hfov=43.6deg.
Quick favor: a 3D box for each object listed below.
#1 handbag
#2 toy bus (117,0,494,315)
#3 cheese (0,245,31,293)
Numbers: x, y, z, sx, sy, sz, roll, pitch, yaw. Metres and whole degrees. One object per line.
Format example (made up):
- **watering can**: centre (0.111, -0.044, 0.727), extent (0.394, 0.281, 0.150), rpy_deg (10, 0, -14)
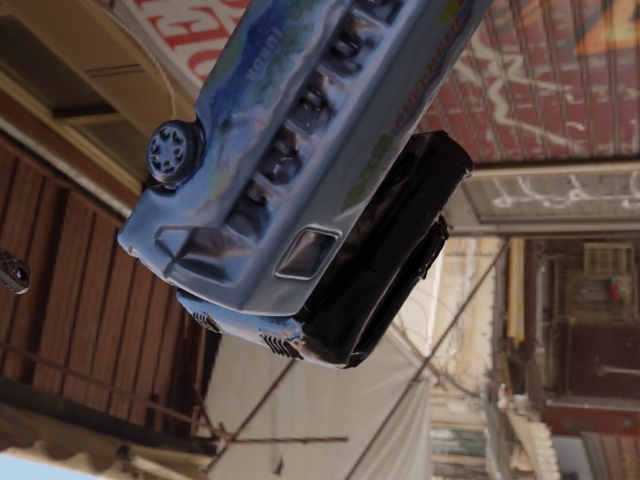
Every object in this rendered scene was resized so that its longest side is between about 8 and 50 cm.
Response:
- **handbag**: centre (0.000, 0.000, 0.760), extent (0.088, 0.275, 0.244), rpy_deg (43, -110, -25)
- **toy bus**: centre (-0.005, -0.099, 0.545), extent (0.109, 0.136, 0.330), rpy_deg (9, -64, -58)
- **cheese**: centre (-0.321, -0.013, 0.706), extent (0.171, 0.047, 0.092), rpy_deg (39, -151, -61)
